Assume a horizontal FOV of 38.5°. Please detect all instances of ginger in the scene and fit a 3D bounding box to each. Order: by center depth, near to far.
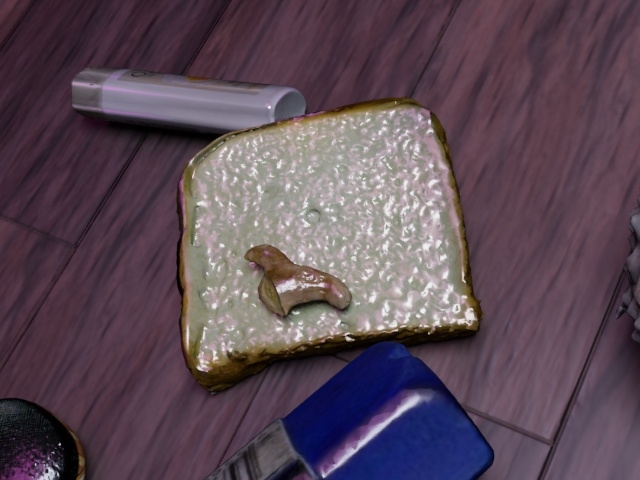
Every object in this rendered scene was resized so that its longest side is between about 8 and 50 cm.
[{"bbox_3d":[-0.025,0.037,0.731,0.097,0.030,0.048,25,84,17],"label":"ginger"}]

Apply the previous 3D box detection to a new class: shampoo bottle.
[{"bbox_3d":[-0.132,-0.137,0.914,0.227,0.086,0.056,10,103,22],"label":"shampoo bottle"}]

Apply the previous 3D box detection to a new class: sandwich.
[{"bbox_3d":[0.000,0.000,0.798,0.251,0.087,0.226,-12,73,10],"label":"sandwich"}]

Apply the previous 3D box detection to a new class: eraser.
[{"bbox_3d":[-0.040,0.214,0.661,0.332,0.155,0.101,-39,99,-5],"label":"eraser"}]

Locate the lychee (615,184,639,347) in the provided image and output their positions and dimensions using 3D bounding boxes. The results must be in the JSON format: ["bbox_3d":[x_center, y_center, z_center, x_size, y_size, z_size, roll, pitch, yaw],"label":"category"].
[{"bbox_3d":[0.344,0.010,0.591,0.300,0.300,0.300,-7,62,13],"label":"lychee"}]

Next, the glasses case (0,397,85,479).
[{"bbox_3d":[-0.322,0.276,0.755,0.122,0.082,0.321,30,76,29],"label":"glasses case"}]
